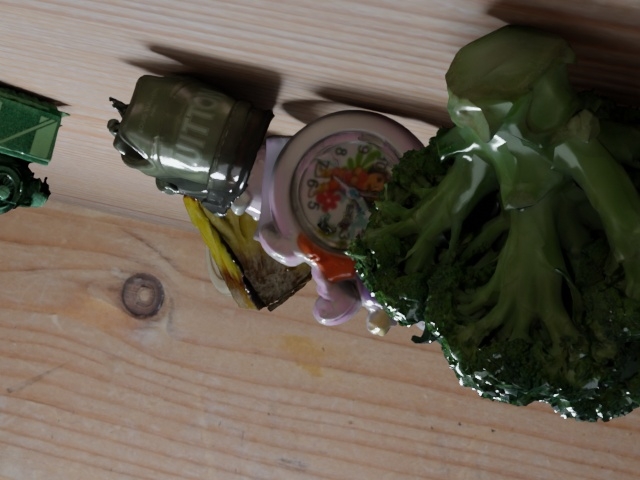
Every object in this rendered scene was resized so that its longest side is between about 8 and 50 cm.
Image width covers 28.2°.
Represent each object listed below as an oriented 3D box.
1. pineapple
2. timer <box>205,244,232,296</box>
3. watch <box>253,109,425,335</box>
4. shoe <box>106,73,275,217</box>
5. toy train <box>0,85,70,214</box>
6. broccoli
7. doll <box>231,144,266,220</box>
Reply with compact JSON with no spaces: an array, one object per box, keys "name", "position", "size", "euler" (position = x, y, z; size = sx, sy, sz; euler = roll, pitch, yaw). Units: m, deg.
[{"name":"pineapple","position":[-0.058,-0.007,1.520],"size":[0.237,0.186,0.114],"euler":[8,178,-18]},{"name":"timer","position":[0.000,0.000,1.695],"size":[0.266,0.175,0.175],"euler":[8,178,-26]},{"name":"watch","position":[0.060,-0.014,1.196],"size":[0.244,0.196,0.231],"euler":[7,-179,1]},{"name":"shoe","position":[-0.132,-0.101,1.209],"size":[0.149,0.109,0.293],"euler":[23,174,-8]},{"name":"toy train","position":[-0.432,-0.116,1.473],"size":[0.269,0.154,0.115],"euler":[17,173,-40]},{"name":"broccoli","position":[0.142,-0.015,0.823],"size":[0.270,0.270,0.270],"euler":[10,144,33]},{"name":"doll","position":[-0.096,-0.077,1.411],"size":[0.207,0.081,0.129],"euler":[22,-144,-8]}]
